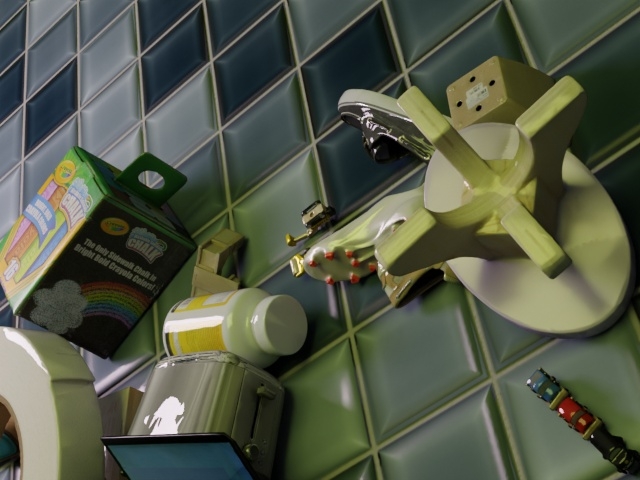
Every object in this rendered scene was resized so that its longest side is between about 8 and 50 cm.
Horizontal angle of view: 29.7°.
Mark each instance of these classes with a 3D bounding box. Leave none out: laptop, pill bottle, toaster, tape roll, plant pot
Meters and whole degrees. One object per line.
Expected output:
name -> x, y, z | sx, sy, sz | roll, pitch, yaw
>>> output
laptop -> -0.153, 0.362, 1.355 | 0.234, 0.136, 0.264 | -11, 63, 44
pill bottle -> -0.107, 0.114, 1.522 | 0.184, 0.103, 0.103 | -10, 58, 44
toaster -> -0.144, 0.224, 1.472 | 0.227, 0.129, 0.146 | -13, 52, 45
tape roll -> -0.420, 0.310, 1.623 | 0.392, 0.072, 0.392 | -13, 73, 48
plant pot -> 0.204, -0.144, 1.368 | 0.109, 0.096, 0.109 | -31, 44, 30

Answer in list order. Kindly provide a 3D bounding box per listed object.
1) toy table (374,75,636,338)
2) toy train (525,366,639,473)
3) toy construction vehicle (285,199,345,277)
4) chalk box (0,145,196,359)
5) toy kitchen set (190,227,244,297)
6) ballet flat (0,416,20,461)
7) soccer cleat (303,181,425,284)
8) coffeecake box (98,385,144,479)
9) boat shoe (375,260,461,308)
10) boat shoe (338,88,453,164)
toy table -> 0.185, -0.037, 1.201 | 0.274, 0.161, 0.252 | 39, 92, 34
toy train -> 0.246, 0.169, 1.154 | 0.027, 0.036, 0.158 | -53, 38, 6
toy construction vehicle -> 0.000, 0.000, 1.548 | 0.098, 0.035, 0.086 | -40, 52, 26
chalk box -> -0.320, -0.009, 1.781 | 0.289, 0.180, 0.179 | -51, 38, 7
toy kitchen set -> -0.128, 0.042, 1.662 | 0.068, 0.075, 0.083 | 22, 119, 16
ballet flat -> -0.521, 0.316, 1.878 | 0.232, 0.080, 0.073 | -19, 24, 36
soccer cleat -> 0.064, -0.006, 1.459 | 0.196, 0.068, 0.076 | -26, 33, 32
coffeecake box -> -0.302, 0.296, 1.637 | 0.185, 0.068, 0.142 | -24, 51, 36
boat shoe -> 0.147, 0.017, 1.356 | 0.190, 0.068, 0.072 | -37, 56, 35
boat shoe -> 0.092, -0.129, 1.503 | 0.228, 0.080, 0.076 | 24, 82, 44
